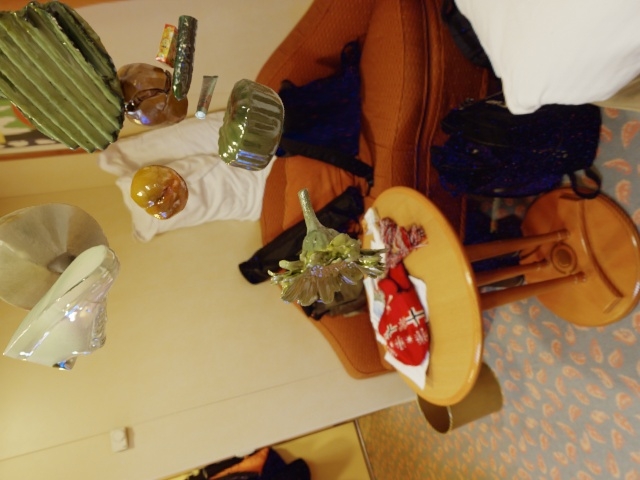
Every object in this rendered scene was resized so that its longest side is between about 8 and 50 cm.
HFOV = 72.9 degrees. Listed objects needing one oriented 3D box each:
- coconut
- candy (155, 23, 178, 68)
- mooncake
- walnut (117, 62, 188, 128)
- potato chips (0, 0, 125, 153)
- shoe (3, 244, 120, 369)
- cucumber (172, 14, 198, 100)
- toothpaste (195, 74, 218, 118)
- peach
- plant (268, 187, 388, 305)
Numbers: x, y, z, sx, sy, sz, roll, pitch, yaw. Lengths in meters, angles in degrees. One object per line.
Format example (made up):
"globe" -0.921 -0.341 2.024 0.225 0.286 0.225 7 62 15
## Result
"coconut" -0.730 0.046 1.158 0.323 0.324 0.322 170 90 -73
"candy" -0.495 -0.634 1.419 0.062 0.038 0.121 -31 -41 -83
"mooncake" -0.285 -0.444 1.705 0.351 0.188 0.350 -25 60 54
"walnut" -0.558 -0.478 1.470 0.336 0.209 0.208 -30 -68 -83
"potato chips" -0.736 -0.442 1.226 0.070 0.359 0.429 -94 -23 -48
"shoe" -0.355 0.109 0.649 0.110 0.265 0.095 40 -153 -31
"cucumber" -0.221 -0.294 0.703 0.032 0.032 0.132 -174 91 -72
"toothpaste" -0.397 -0.505 1.503 0.036 0.056 0.205 92 180 -58
"peach" -0.395 -0.121 1.074 0.138 0.138 0.137 170 90 -73
"plant" -0.011 0.047 1.090 0.297 0.261 0.306 37 -173 19
